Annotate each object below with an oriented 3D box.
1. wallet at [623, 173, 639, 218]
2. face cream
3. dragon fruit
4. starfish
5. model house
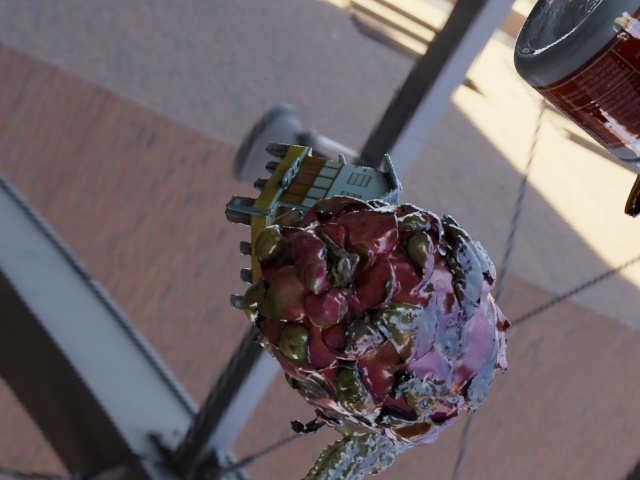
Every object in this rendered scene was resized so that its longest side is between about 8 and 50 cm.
[{"bbox_3d":[0.532,-0.138,1.868,0.067,0.141,0.241,34,-62,34],"label":"wallet"},{"bbox_3d":[0.327,-0.196,1.335,0.201,0.187,0.201,-48,-163,19],"label":"face cream"},{"bbox_3d":[0.044,0.075,1.397,0.269,0.291,0.250,-2,-118,49],"label":"dragon fruit"},{"bbox_3d":[0.041,0.257,2.015,0.082,0.432,0.324,0,-74,49],"label":"starfish"},{"bbox_3d":[0.000,0.000,1.813,0.198,0.215,0.224,-58,156,-51],"label":"model house"}]
